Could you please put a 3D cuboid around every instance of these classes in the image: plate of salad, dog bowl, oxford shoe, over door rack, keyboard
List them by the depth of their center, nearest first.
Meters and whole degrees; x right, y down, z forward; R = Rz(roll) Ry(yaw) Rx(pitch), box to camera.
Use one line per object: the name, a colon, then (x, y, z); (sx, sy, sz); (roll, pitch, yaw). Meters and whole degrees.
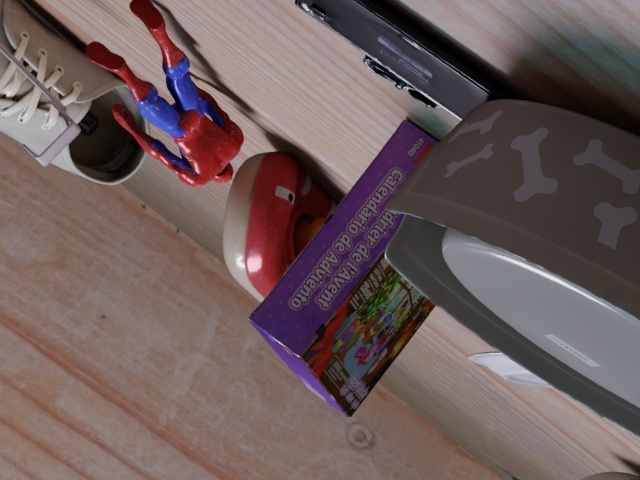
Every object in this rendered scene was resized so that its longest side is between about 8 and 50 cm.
dog bowl: (0.199, 0.038, 1.197); (0.349, 0.102, 0.349); (32, 171, 6)
keyboard: (0.060, -0.121, 1.269); (0.180, 0.023, 0.108); (37, 167, 8)
plate of salad: (0.225, 0.099, 1.634); (0.200, 0.048, 0.200); (5, 171, 1)
over door rack: (-0.352, -0.258, 1.945); (0.324, 0.108, 0.239); (57, -177, 27)
oxford shoe: (-0.359, -0.195, 2.308); (0.449, 0.169, 0.130); (33, -179, -44)

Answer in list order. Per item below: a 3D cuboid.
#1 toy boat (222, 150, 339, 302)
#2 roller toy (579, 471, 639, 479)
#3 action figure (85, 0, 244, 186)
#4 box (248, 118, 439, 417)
toy boat: (0.000, 0.000, 2.037); (0.151, 0.151, 0.231); (-3, 152, 29)
roller toy: (0.377, 0.384, 2.388); (0.146, 0.209, 0.191); (-171, 63, -75)
action figure: (-0.161, -0.147, 1.906); (0.139, 0.091, 0.280); (40, 171, 33)
box: (0.046, 0.033, 1.619); (0.057, 0.201, 0.293); (36, 174, 15)
